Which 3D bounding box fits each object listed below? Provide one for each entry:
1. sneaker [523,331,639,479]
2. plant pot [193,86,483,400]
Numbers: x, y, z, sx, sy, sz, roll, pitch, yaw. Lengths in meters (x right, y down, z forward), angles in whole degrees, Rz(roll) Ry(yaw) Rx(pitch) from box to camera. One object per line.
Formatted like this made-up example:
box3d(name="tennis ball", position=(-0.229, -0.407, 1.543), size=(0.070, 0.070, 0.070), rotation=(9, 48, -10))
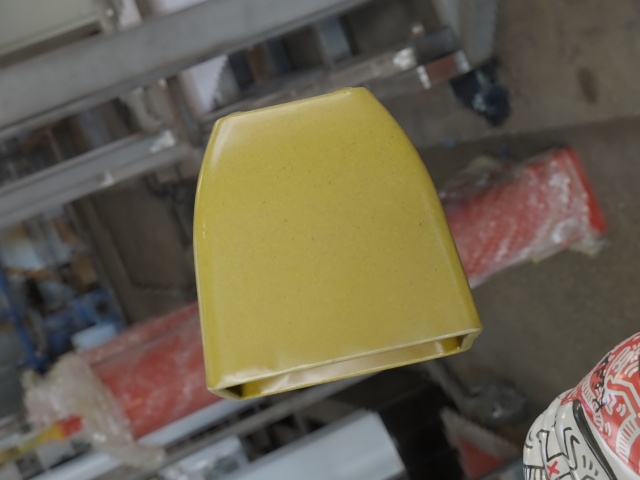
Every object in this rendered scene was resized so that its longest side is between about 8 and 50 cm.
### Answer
box3d(name="sneaker", position=(0.199, 0.160, 0.653), size=(0.270, 0.090, 0.145), rotation=(53, 141, 5))
box3d(name="plant pot", position=(0.000, 0.000, 0.475), size=(0.081, 0.081, 0.083), rotation=(72, -175, -82))
